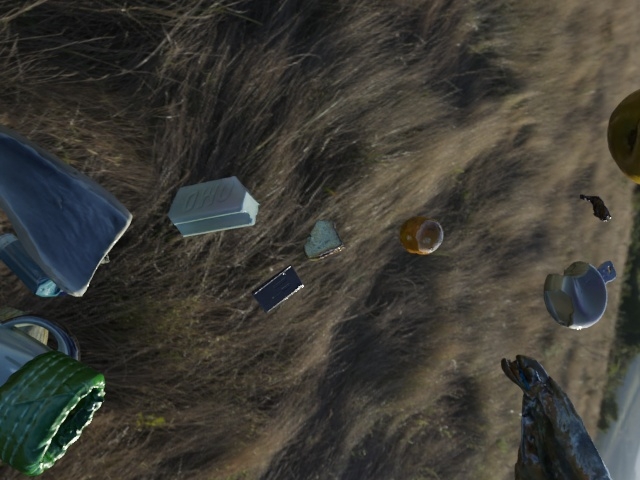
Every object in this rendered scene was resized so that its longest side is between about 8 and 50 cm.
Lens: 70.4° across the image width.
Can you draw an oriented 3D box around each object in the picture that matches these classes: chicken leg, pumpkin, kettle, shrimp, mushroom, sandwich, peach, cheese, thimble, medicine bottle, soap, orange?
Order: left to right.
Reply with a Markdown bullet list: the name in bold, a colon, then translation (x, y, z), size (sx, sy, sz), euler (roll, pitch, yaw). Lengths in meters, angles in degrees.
- **kettle**: translation (-0.643, 0.259, 0.971), size (0.221, 0.236, 0.161), euler (-61, 180, -7)
- **pumpkin**: translation (-0.902, 0.271, 1.366), size (0.110, 0.217, 0.217), euler (-54, 134, -33)
- **mushroom**: translation (-0.442, -0.078, 0.687), size (0.328, 0.122, 0.159), euler (45, 37, -16)
- **medicine bottle**: translation (-0.870, 0.076, 1.382), size (0.079, 0.258, 0.124), euler (-58, 167, 22)
- **thimble**: translation (-0.333, 0.204, 0.554), size (0.118, 0.090, 0.130), euler (-64, 176, 26)
- **soap**: translation (-0.352, -0.118, 1.517), size (0.095, 0.289, 0.173), euler (61, 28, -45)
- **sandwich**: translation (0.000, 0.000, 1.147), size (0.104, 0.093, 0.036), euler (-27, 160, 2)
- **orange**: translation (0.190, -0.009, 0.853), size (0.083, 0.083, 0.070), euler (15, 85, -50)
- **shrimp**: translation (0.486, 0.456, 0.959), size (0.109, 0.221, 0.446), euler (19, 47, -22)
- **cheese**: translation (0.694, 0.120, 1.188), size (0.286, 0.082, 0.163), euler (-25, 92, -32)
- **chicken leg**: translation (0.636, -0.081, 1.044), size (0.021, 0.083, 0.036), euler (-19, 158, -30)
- **peach**: translation (0.819, -0.259, 1.117), size (0.251, 0.153, 0.251), euler (-11, 90, -89)

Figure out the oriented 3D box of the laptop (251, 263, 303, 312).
- **laptop**: translation (-0.169, 0.198, 1.832), size (0.197, 0.016, 0.135), euler (-36, 126, -9)
